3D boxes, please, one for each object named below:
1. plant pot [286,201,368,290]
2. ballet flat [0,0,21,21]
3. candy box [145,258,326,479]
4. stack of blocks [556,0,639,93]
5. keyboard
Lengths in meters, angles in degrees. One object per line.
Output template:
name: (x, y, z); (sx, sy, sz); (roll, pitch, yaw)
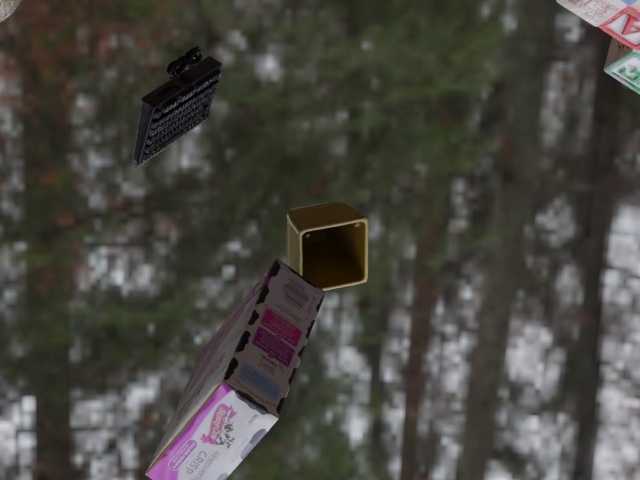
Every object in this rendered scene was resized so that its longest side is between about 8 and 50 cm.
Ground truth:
plant pot: (0.000, 0.000, 2.115); (0.081, 0.081, 0.083); (-11, -151, -18)
ballet flat: (-0.481, -0.440, 2.058); (0.164, 0.483, 0.182); (-32, -166, 36)
candy box: (-0.086, 0.146, 1.984); (0.071, 0.159, 0.233); (34, -148, -9)
stack of blocks: (0.310, -0.194, 1.572); (0.297, 0.171, 0.087); (29, -122, -19)
keyboard: (-0.146, -0.148, 2.010); (0.023, 0.108, 0.180); (17, -156, 13)
